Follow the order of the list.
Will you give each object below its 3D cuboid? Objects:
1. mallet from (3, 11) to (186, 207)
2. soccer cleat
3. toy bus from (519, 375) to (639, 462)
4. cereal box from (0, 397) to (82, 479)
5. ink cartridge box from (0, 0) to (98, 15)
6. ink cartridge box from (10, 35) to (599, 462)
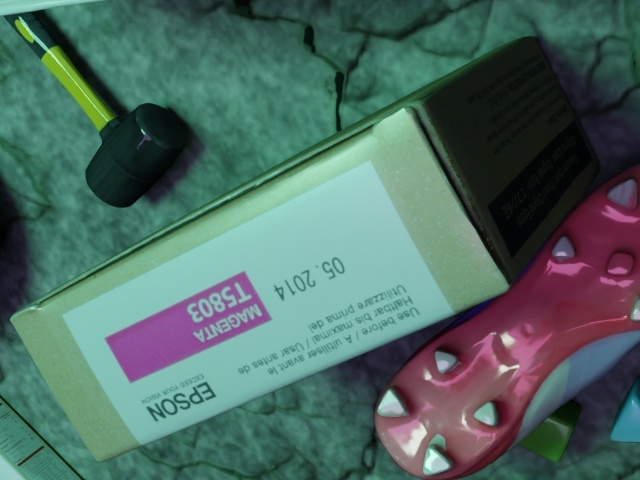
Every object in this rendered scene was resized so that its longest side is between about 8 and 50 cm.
[{"bbox_3d":[-0.150,-0.111,0.691,0.062,0.039,0.189,-34,89,31],"label":"mallet"},{"bbox_3d":[0.133,0.036,0.594,0.248,0.095,0.083,-39,77,8],"label":"soccer cleat"},{"bbox_3d":[0.152,0.197,0.626,0.191,0.104,0.202,37,118,8],"label":"toy bus"},{"bbox_3d":[-0.219,0.232,0.833,0.240,0.047,0.173,43,118,4],"label":"cereal box"},{"bbox_3d":[-0.080,-0.310,0.513,0.279,0.160,0.384,-2,107,26],"label":"ink cartridge box"},{"bbox_3d":[0.000,0.000,0.571,0.235,0.193,0.088,-25,97,29],"label":"ink cartridge box"}]
